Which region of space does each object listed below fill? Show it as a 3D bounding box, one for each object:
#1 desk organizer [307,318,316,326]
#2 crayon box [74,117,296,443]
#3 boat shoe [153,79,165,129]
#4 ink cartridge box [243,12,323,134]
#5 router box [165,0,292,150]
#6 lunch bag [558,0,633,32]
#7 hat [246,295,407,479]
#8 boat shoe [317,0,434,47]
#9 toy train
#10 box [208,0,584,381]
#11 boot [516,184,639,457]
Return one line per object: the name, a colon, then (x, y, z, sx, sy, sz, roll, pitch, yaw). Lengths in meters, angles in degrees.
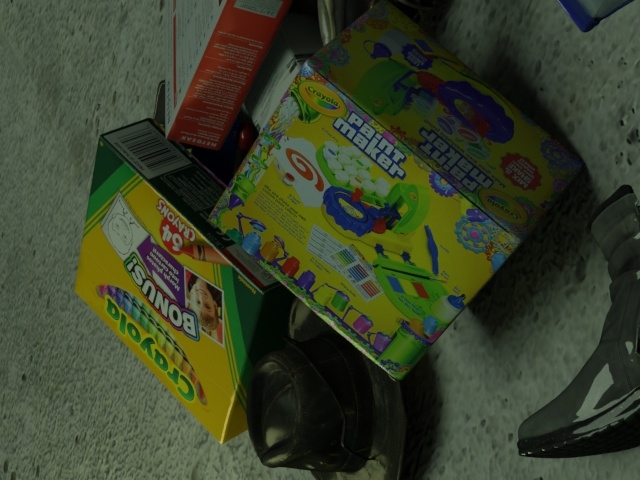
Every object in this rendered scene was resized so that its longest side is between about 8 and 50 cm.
desk organizer: (0.030, 0.103, 2.037, 0.130, 0.047, 0.050, 39, 122, 50)
crayon box: (-0.193, 0.058, 2.209, 0.363, 0.106, 0.313, 42, 136, 27)
boat shoe: (-0.244, -0.146, 2.434, 0.081, 0.068, 0.228, 6, 97, 58)
ink cartridge box: (-0.030, -0.193, 2.076, 0.139, 0.082, 0.191, -61, 42, 40)
router box: (-0.133, -0.349, 2.128, 0.301, 0.082, 0.335, 121, 153, -45)
lunch bag: (0.256, -0.424, 1.351, 0.328, 0.239, 0.385, -34, 86, 17)
hat: (-0.017, 0.224, 1.981, 0.331, 0.134, 0.331, 40, 138, 48)
boat shoe: (0.076, -0.315, 1.832, 0.130, 0.132, 0.355, -5, 81, 20)
toy train: (-0.178, -0.100, 2.320, 0.143, 0.105, 0.248, -117, 32, -56)
box: (0.078, -0.053, 1.707, 0.290, 0.177, 0.279, 41, 135, 5)
boot: (0.309, 0.077, 1.550, 0.338, 0.118, 0.223, -35, 59, 41)
